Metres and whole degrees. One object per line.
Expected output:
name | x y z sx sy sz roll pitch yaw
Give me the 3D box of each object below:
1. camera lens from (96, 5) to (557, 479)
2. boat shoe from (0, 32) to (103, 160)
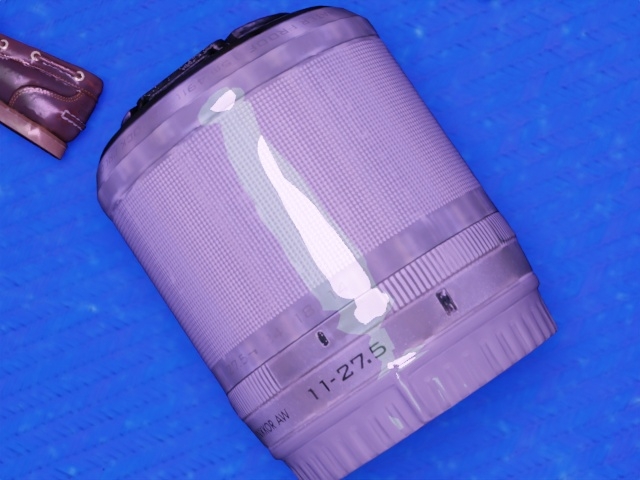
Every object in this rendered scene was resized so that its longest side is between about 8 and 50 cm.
camera lens | 0.000 0.000 1.053 0.219 0.219 0.274 -34 85 2
boat shoe | -0.257 -0.140 1.161 0.207 0.073 0.073 31 88 -1
